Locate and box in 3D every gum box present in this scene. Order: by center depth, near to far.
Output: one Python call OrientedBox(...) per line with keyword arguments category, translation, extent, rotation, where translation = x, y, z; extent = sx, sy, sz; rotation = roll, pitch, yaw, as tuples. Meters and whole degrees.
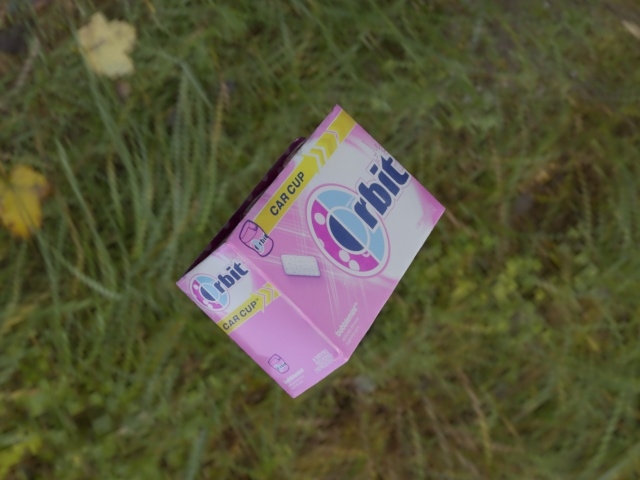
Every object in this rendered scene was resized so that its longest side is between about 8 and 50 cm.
OrientedBox(category="gum box", translation=(0.000, 0.000, 1.038), extent=(0.107, 0.188, 0.062), rotation=(45, 132, -8))
